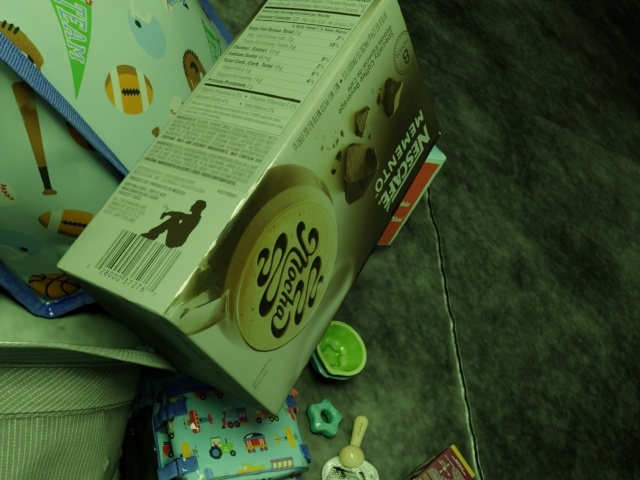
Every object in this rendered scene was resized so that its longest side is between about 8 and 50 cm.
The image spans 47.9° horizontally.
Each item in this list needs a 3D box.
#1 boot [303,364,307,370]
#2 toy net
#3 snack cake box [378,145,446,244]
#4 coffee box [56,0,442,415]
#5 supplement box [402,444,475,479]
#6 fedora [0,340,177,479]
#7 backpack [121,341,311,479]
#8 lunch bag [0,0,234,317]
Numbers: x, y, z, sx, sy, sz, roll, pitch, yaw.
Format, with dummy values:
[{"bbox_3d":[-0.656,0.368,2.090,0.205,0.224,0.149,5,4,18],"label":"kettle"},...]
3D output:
[{"bbox_3d":[0.000,0.000,0.720,0.109,0.220,0.283,30,15,10],"label":"boot"},{"bbox_3d":[0.014,0.200,0.772,0.122,0.045,0.232,3,57,-37],"label":"toy net"},{"bbox_3d":[0.006,-0.080,0.892,0.265,0.152,0.089,3,39,-37],"label":"snack cake box"},{"bbox_3d":[-0.035,-0.040,0.570,0.297,0.119,0.168,-58,143,-21],"label":"coffee box"},{"bbox_3d":[0.122,0.270,0.796,0.083,0.055,0.043,-21,72,-47],"label":"supplement box"},{"bbox_3d":[-0.225,0.136,0.502,0.244,0.275,0.124,2,80,-10],"label":"fedora"},{"bbox_3d":[-0.104,0.153,0.663,0.158,0.117,0.173,9,50,-35],"label":"backpack"},{"bbox_3d":[-0.247,-0.170,0.621,0.385,0.239,0.327,60,22,-49],"label":"lunch bag"}]
